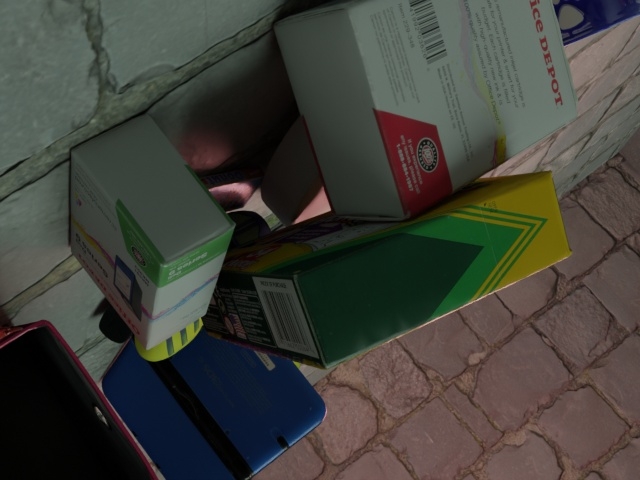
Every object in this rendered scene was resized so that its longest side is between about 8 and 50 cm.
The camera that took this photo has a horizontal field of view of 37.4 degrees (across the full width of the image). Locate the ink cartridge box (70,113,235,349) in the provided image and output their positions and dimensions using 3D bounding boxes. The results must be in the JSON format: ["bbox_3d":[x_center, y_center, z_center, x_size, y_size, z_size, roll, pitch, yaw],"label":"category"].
[{"bbox_3d":[-0.182,-0.002,0.986,0.093,0.154,0.212,-33,165,-26],"label":"ink cartridge box"}]

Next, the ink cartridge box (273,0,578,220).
[{"bbox_3d":[0.125,-0.181,1.036,0.306,0.226,0.131,-30,-161,-36],"label":"ink cartridge box"}]

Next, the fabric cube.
[{"bbox_3d":[-0.348,0.255,0.997,0.259,0.254,0.258,-34,-172,-24],"label":"fabric cube"}]

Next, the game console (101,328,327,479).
[{"bbox_3d":[-0.175,0.250,1.503,0.250,0.293,0.173,-35,167,-18],"label":"game console"}]

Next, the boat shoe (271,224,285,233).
[{"bbox_3d":[0.000,0.000,1.565,0.301,0.102,0.108,-34,165,-20],"label":"boat shoe"}]

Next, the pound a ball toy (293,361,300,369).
[{"bbox_3d":[-0.063,0.165,1.933,0.208,0.136,0.319,-63,170,-12],"label":"pound a ball toy"}]

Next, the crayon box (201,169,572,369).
[{"bbox_3d":[0.048,0.022,1.091,0.313,0.106,0.363,-23,-170,-23],"label":"crayon box"}]

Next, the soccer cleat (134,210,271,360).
[{"bbox_3d":[-0.183,0.065,1.307,0.289,0.093,0.121,-46,169,23],"label":"soccer cleat"}]

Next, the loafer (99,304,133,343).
[{"bbox_3d":[-0.240,0.066,1.277,0.170,0.062,0.061,-44,-172,32],"label":"loafer"}]

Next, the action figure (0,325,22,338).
[{"bbox_3d":[-0.380,0.069,0.825,0.139,0.091,0.280,-32,167,6],"label":"action figure"}]

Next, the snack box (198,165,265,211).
[{"bbox_3d":[-0.140,-0.056,1.198,0.064,0.022,0.178,-51,162,31],"label":"snack box"}]

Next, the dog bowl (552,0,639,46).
[{"bbox_3d":[0.358,-0.327,1.257,0.265,0.104,0.265,-23,-175,2],"label":"dog bowl"}]

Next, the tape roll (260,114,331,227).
[{"bbox_3d":[0.082,-0.159,1.311,0.392,0.072,0.392,-40,167,-11],"label":"tape roll"}]

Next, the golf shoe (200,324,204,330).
[{"bbox_3d":[-0.135,0.063,1.443,0.186,0.067,0.086,-33,133,-8],"label":"golf shoe"}]
